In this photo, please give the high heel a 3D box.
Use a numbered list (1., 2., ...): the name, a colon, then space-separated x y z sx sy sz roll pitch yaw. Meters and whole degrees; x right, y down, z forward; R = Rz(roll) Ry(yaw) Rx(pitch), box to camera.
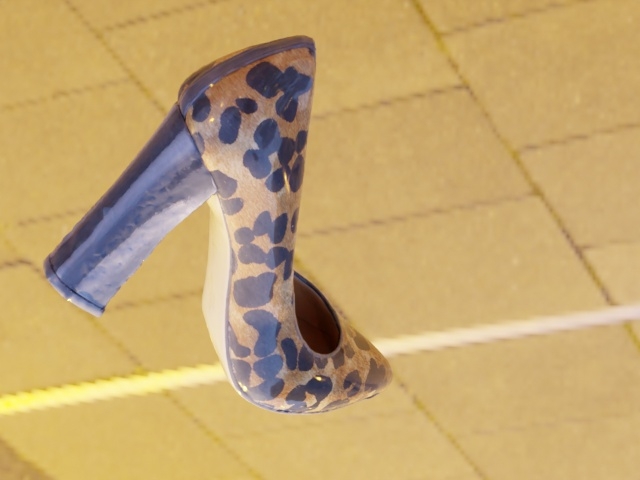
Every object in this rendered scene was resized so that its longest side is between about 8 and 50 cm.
1. high heel: 0.000 0.000 0.933 0.261 0.093 0.186 27 114 -42
